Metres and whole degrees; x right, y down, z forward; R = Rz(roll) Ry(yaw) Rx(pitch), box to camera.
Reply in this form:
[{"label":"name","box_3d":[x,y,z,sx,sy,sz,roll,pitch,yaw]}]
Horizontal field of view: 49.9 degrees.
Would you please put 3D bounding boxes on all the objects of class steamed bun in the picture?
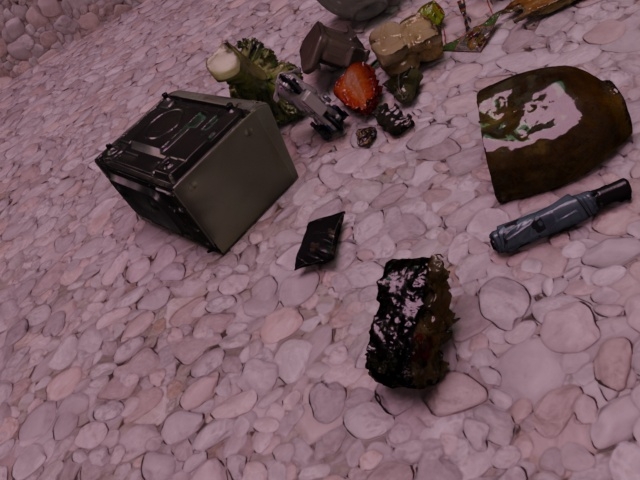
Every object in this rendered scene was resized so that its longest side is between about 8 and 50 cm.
[{"label":"steamed bun","box_3d":[0.218,-0.501,1.788,0.177,0.106,0.192,-27,46,-2]}]

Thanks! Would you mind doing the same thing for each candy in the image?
[{"label":"candy","box_3d":[0.230,-0.551,1.879,0.262,0.073,0.077,-42,20,-3]}]

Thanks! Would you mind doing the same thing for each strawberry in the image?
[{"label":"strawberry","box_3d":[0.104,-0.372,1.749,0.121,0.082,0.188,-38,43,23]}]

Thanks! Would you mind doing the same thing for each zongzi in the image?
[{"label":"zongzi","box_3d":[0.187,-0.370,1.706,0.119,0.055,0.109,-12,42,41]}]

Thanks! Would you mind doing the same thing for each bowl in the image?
[{"label":"bowl","box_3d":[0.125,-0.750,2.063,0.313,0.146,0.313,-22,-5,-2]}]

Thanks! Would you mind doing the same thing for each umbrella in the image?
[{"label":"umbrella","box_3d":[0.410,-0.046,1.185,0.250,0.053,0.052,-25,37,9]}]

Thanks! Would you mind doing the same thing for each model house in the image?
[{"label":"model house","box_3d":[0.045,-0.526,1.908,0.188,0.123,0.229,6,31,-11]}]

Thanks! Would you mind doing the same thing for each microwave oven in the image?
[{"label":"microwave oven","box_3d":[-0.306,-0.193,1.672,0.394,0.247,0.333,19,58,45]}]

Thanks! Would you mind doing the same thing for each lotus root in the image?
[{"label":"lotus root","box_3d":[0.440,-0.229,1.302,0.260,0.149,0.267,-13,44,22]}]

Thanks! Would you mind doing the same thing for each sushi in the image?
[{"label":"sushi","box_3d":[0.153,0.135,1.100,0.114,0.147,0.213,3,65,28]}]

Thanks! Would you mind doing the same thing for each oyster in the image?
[{"label":"oyster","box_3d":[0.109,-0.252,1.646,0.054,0.019,0.083,-19,39,14]}]

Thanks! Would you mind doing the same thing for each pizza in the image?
[{"label":"pizza","box_3d":[0.577,-0.615,1.729,0.262,0.034,0.181,-37,37,-9]}]

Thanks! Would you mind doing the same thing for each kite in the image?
[{"label":"kite","box_3d":[0.381,-0.556,1.793,0.198,0.006,0.245,-26,45,20]}]

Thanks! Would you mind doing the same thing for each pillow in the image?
[{"label":"pillow","box_3d":[0.000,0.001,1.413,0.090,0.048,0.150,-4,40,18]}]

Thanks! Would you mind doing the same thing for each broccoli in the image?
[{"label":"broccoli","box_3d":[-0.171,-0.398,1.771,0.221,0.252,0.361,-16,16,14]}]

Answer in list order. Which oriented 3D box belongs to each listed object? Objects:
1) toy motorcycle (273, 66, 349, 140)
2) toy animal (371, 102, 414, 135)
[{"label":"toy motorcycle","box_3d":[-0.029,-0.339,1.686,0.102,0.221,0.150,-51,27,1]},{"label":"toy animal","box_3d":[0.166,-0.292,1.632,0.065,0.047,0.136,-39,43,3]}]
